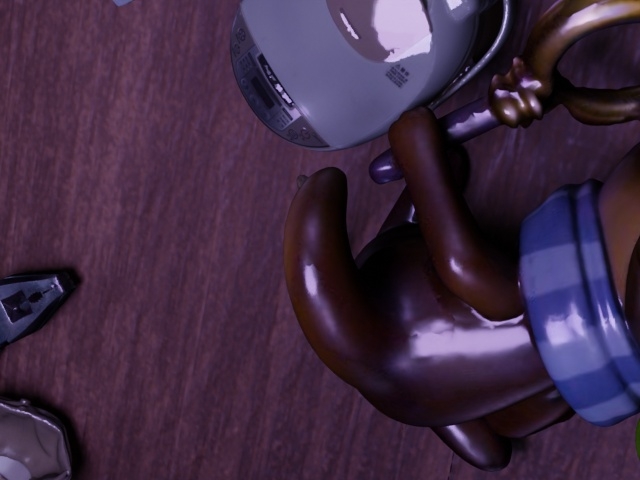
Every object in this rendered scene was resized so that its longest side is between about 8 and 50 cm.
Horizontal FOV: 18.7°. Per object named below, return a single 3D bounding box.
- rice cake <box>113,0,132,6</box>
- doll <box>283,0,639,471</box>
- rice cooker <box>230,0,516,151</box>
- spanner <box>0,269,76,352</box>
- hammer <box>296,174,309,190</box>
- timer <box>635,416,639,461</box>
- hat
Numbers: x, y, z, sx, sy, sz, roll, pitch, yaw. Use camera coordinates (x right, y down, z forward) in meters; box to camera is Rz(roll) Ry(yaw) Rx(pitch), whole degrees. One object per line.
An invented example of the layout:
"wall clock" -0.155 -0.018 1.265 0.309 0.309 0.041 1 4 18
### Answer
"rice cake" -0.086 -0.221 1.377 0.180 0.030 0.042 -27 97 33
"doll" 0.150 0.010 1.240 0.340 0.209 0.318 -13 127 32
"rice cooker" 0.037 -0.147 1.280 0.206 0.127 0.145 -34 89 29
"spanner" -0.320 0.088 1.601 0.325 0.040 0.095 -25 94 34
"hammer" 0.000 0.000 1.339 0.062 0.182 0.017 34 74 16
"timer" 0.285 0.144 1.283 0.140 0.047 0.128 -22 96 32
"hat" -0.277 0.194 1.605 0.147 0.085 0.175 30 142 5
